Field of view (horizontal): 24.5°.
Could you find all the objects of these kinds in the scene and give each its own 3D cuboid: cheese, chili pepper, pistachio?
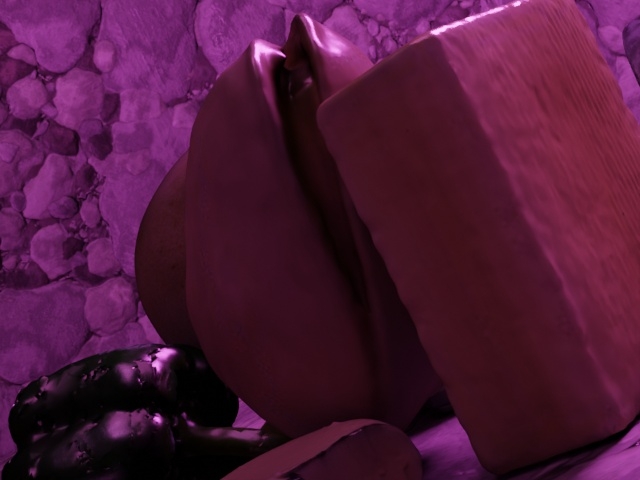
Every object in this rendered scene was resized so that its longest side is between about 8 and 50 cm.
[{"bbox_3d":[0.139,-0.017,0.984,0.124,0.265,0.242,-26,2,31],"label":"cheese"},{"bbox_3d":[-0.035,0.181,0.989,0.163,0.071,0.249,-27,2,-31],"label":"cheese"},{"bbox_3d":[-0.125,0.164,1.204,0.261,0.165,0.174,-13,-30,19],"label":"chili pepper"},{"bbox_3d":[0.000,0.000,1.067,0.207,0.332,0.226,-11,17,-5],"label":"pistachio"}]

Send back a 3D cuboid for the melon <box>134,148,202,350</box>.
[{"bbox_3d":[0.000,0.000,1.317,0.330,0.268,0.268,-30,1,14],"label":"melon"}]

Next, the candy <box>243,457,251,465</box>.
[{"bbox_3d":[-0.012,0.177,1.311,0.202,0.061,0.061,-18,3,8],"label":"candy"}]

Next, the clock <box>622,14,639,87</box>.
[{"bbox_3d":[0.332,-0.100,1.257,0.049,0.226,0.226,-30,1,22],"label":"clock"}]

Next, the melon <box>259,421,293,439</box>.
[{"bbox_3d":[-0.019,0.181,1.500,0.114,0.053,0.262,-45,-5,8],"label":"melon"}]

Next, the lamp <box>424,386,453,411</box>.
[{"bbox_3d":[0.206,0.060,1.316,0.269,0.047,0.266,-27,1,5],"label":"lamp"}]
